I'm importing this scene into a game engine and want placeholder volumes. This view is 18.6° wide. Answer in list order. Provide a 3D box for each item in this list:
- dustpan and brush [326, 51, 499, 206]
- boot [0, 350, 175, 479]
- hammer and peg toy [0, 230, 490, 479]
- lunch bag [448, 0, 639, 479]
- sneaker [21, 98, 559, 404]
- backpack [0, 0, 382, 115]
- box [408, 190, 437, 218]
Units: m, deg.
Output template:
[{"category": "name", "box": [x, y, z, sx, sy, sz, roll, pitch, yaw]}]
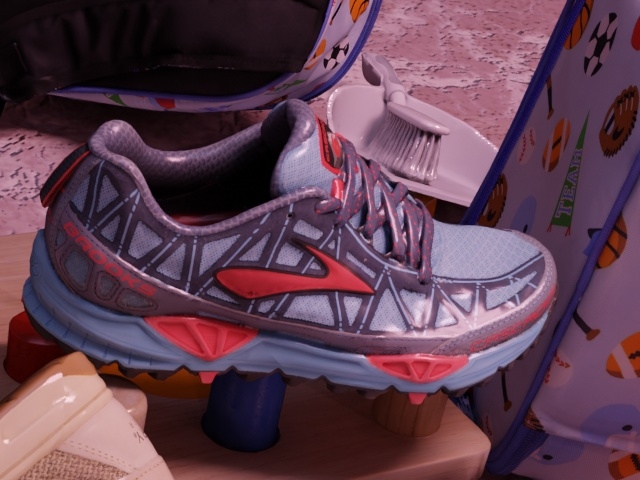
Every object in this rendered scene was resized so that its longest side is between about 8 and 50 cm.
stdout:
[{"category": "dustpan and brush", "box": [0.056, -0.086, 1.373, 0.147, 0.060, 0.211, 15, 12, -20]}, {"category": "boot", "box": [-0.123, 0.197, 0.738, 0.203, 0.095, 0.262, 48, 66, -4]}, {"category": "hammer and peg toy", "box": [-0.121, 0.076, 0.985, 0.361, 0.127, 0.266, -8, 35, -34]}, {"category": "lunch bag", "box": [0.159, -0.018, 1.082, 0.115, 0.303, 0.243, 16, 29, -16]}, {"category": "sneaker", "box": [0.000, 0.000, 0.905, 0.262, 0.125, 0.104, 2, 31, -21]}, {"category": "backpack", "box": [-0.085, -0.201, 1.340, 0.263, 0.276, 0.213, 13, 12, 26]}, {"category": "box", "box": [0.000, -0.030, 1.307, 0.136, 0.028, 0.081, 22, 32, 24]}]
